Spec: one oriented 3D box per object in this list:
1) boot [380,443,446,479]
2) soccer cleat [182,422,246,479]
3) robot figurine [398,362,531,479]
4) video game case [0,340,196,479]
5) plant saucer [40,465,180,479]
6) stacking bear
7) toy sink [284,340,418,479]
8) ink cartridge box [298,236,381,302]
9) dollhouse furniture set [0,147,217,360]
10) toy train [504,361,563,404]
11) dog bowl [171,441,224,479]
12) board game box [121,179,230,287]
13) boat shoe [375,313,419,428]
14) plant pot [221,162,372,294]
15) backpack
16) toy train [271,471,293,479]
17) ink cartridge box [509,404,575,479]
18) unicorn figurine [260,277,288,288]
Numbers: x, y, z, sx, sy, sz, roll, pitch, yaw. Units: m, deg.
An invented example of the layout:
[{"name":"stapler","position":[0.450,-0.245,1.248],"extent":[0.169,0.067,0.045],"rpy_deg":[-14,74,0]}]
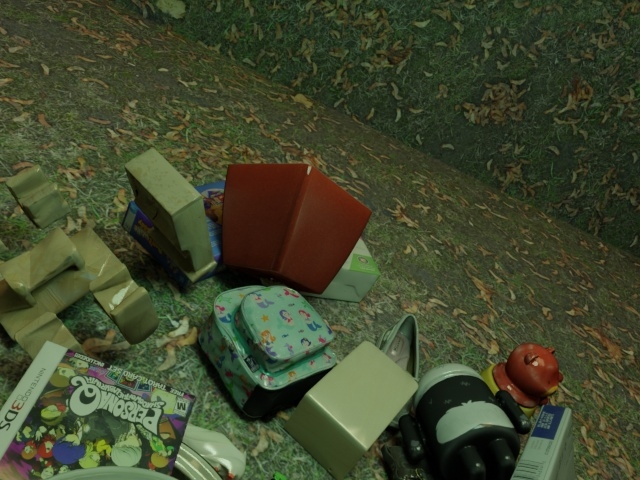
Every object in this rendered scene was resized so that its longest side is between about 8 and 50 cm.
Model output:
[{"name":"boot","position":[0.240,0.513,1.116],"extent":[0.263,0.091,0.229],"rpy_deg":[30,23,-12]},{"name":"soccer cleat","position":[-0.214,0.346,0.989],"extent":[0.196,0.068,0.076],"rpy_deg":[35,25,-6]},{"name":"robot figurine","position":[0.291,0.377,1.172],"extent":[0.209,0.174,0.278],"rpy_deg":[24,21,-23]},{"name":"video game case","position":[-0.301,0.256,0.766],"extent":[0.232,0.042,0.210],"rpy_deg":[25,32,-11]},{"name":"plant saucer","position":[-0.203,0.402,0.554],"extent":[0.400,0.100,0.401],"rpy_deg":[19,42,-18]},{"name":"stacking bear","position":[0.424,0.350,1.311],"extent":[0.175,0.289,0.164],"rpy_deg":[4,39,-38]},{"name":"toy sink","position":[0.065,0.338,1.176],"extent":[0.152,0.131,0.234],"rpy_deg":[40,36,15]},{"name":"ink cartridge box","position":[0.000,0.000,1.630],"extent":[0.207,0.119,0.353],"rpy_deg":[12,36,-31]},{"name":"dollhouse furniture set","position":[-0.419,0.044,1.114],"extent":[0.394,0.256,0.362],"rpy_deg":[-38,67,-23]},{"name":"toy train","position":[0.530,0.384,1.554],"extent":[0.248,0.105,0.143],"rpy_deg":[-7,36,-46]},{"name":"dog bowl","position":[-0.291,0.430,0.708],"extent":[0.407,0.150,0.408],"rpy_deg":[23,32,-15]},{"name":"board game box","position":[-0.284,-0.031,1.469],"extent":[0.233,0.078,0.347],"rpy_deg":[41,32,18]},{"name":"boat shoe","position":[0.180,0.297,1.362],"extent":[0.118,0.103,0.320],"rpy_deg":[29,31,-2]},{"name":"plant pot","position":[-0.080,-0.017,1.366],"extent":[0.267,0.236,0.267],"rpy_deg":[5,-18,40]},{"name":"backpack","position":[-0.115,0.201,1.180],"extent":[0.225,0.191,0.253],"rpy_deg":[-10,43,-47]},{"name":"toy train","position":[-0.050,0.440,1.034],"extent":[0.083,0.017,0.024],"rpy_deg":[31,19,0]},{"name":"ink cartridge box","position":[0.433,0.541,1.112],"extent":[0.071,0.330,0.324],"rpy_deg":[0,14,32]},{"name":"unicorn figurine","position":[-0.098,0.165,1.328],"extent":[0.111,0.162,0.060],"rpy_deg":[4,36,8]}]
